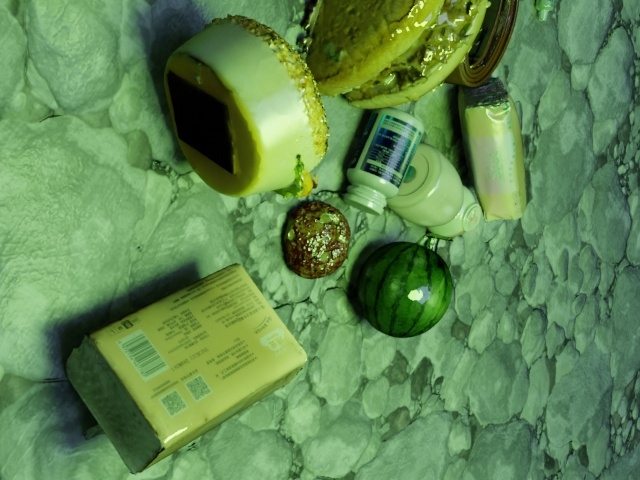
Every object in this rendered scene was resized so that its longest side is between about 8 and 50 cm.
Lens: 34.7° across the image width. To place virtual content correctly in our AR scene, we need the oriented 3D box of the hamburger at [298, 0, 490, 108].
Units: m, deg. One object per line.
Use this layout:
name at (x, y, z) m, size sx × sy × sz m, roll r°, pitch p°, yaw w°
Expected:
hamburger at (0.174, -0.429, 1.809) m, size 0.268 × 0.287 × 0.445 m, roll 21°, pitch 89°, yaw -49°

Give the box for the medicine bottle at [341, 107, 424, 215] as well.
medicine bottle at (0.115, -0.149, 1.938) m, size 0.107 × 0.107 × 0.191 m, roll 30°, pitch 81°, yaw -46°

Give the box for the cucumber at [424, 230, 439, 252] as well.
cucumber at (0.237, 0.004, 2.163) m, size 0.036 × 0.033 × 0.184 m, roll 12°, pitch 89°, yaw -28°

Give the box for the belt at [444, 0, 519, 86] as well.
belt at (0.303, -0.439, 2.072) m, size 0.184 × 0.105 × 0.261 m, roll 27°, pitch 83°, yaw -49°

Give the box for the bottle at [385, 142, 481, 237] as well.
bottle at (0.231, -0.084, 2.052) m, size 0.236 × 0.148 × 0.147 m, roll 35°, pitch 74°, yaw -48°

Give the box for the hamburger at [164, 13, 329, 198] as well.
hamburger at (-0.110, -0.203, 1.574) m, size 0.179 × 0.276 × 0.294 m, roll -31°, pitch 132°, yaw -30°

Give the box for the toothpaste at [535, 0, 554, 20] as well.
toothpaste at (0.516, -0.602, 2.306) m, size 0.064 × 0.041 × 0.218 m, roll 9°, pitch 89°, yaw -42°

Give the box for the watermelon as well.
watermelon at (0.166, 0.082, 1.994) m, size 0.188 × 0.188 × 0.214 m, roll 11°, pitch 94°, yaw -47°

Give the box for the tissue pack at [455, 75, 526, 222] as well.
tissue pack at (0.358, -0.194, 2.115) m, size 0.215 × 0.123 × 0.256 m, roll -83°, pitch 160°, yaw -65°

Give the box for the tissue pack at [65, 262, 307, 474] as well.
tissue pack at (-0.222, 0.213, 1.623) m, size 0.305 × 0.239 × 0.238 m, roll -27°, pitch 119°, yaw -40°

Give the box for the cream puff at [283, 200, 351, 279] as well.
cream puff at (0.000, 0.000, 1.874) m, size 0.149 × 0.084 × 0.149 m, roll -12°, pitch 107°, yaw -46°
